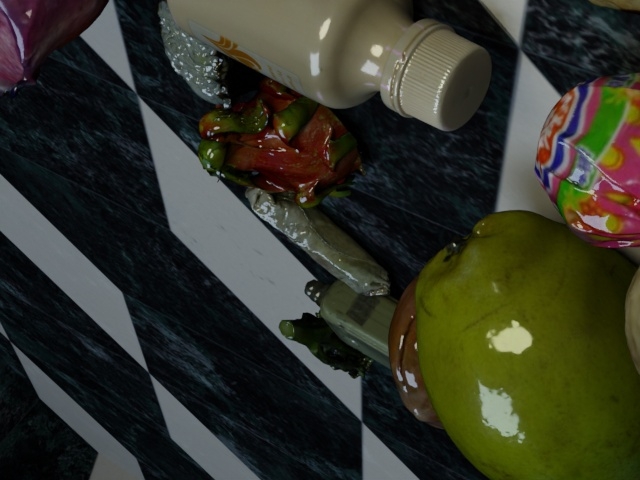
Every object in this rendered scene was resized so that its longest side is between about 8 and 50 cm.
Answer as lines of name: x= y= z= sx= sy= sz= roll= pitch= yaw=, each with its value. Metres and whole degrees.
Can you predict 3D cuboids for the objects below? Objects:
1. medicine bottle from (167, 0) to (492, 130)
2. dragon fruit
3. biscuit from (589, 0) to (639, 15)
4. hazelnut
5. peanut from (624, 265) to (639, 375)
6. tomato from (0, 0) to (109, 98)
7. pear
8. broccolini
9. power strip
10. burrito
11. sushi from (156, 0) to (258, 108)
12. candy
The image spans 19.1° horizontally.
medicine bottle: x=0.009 y=-0.160 z=1.403 sx=0.252 sy=0.114 sz=0.114 roll=29 pitch=160 yaw=29
dragon fruit: x=-0.043 y=-0.093 z=1.718 sx=0.138 sy=0.175 sz=0.142 roll=-27 pitch=82 yaw=61
biscuit: x=0.196 y=-0.164 z=1.165 sx=0.147 sy=0.018 sz=0.071 roll=20 pitch=152 yaw=51
hazelnut: x=0.123 y=0.099 z=1.767 sx=0.150 sy=0.150 sz=0.150 roll=36 pitch=163 yaw=13
peanut: x=0.287 y=0.072 z=1.371 sx=0.129 sy=0.129 sz=0.224 roll=31 pitch=171 yaw=26
tomato: x=-0.284 y=-0.285 z=1.604 sx=0.289 sy=0.176 sz=0.335 roll=60 pitch=162 yaw=-19
pear: x=0.186 y=0.098 z=1.526 sx=0.269 sy=0.212 sz=0.212 roll=53 pitch=160 yaw=-18
broccolini: x=0.014 y=0.105 z=2.078 sx=0.091 sy=0.068 sz=0.202 roll=67 pitch=-171 yaw=13
power strip: x=0.140 y=0.132 z=1.958 sx=0.388 sy=0.066 sz=0.092 roll=29 pitch=167 yaw=26
burrito: x=0.001 y=-0.001 z=1.939 sx=0.188 sy=0.045 sz=0.058 roll=41 pitch=-171 yaw=-12
sushi: x=-0.088 y=-0.181 z=1.611 sx=0.090 sy=0.078 sz=0.150 roll=40 pitch=165 yaw=20
candy: x=0.310 y=0.006 z=1.248 sx=0.365 sy=0.124 sz=0.124 roll=29 pitch=162 yaw=4
